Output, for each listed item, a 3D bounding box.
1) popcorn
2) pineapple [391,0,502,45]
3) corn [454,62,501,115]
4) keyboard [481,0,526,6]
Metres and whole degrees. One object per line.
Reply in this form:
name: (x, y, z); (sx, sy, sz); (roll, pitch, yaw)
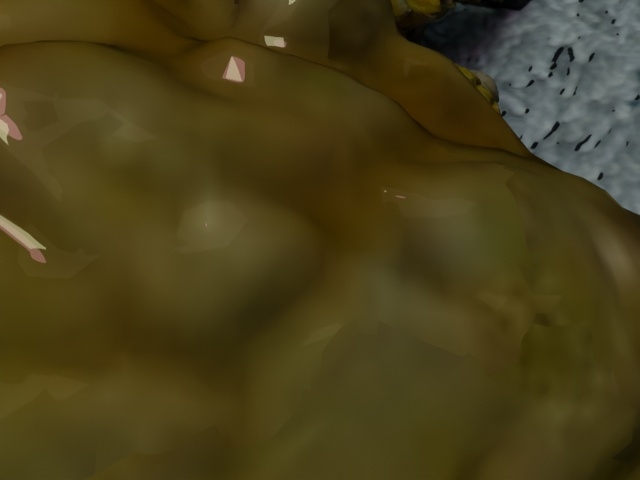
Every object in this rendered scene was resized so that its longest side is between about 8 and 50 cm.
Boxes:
popcorn: (-0.075, 0.066, 0.508); (0.390, 0.344, 0.354); (46, 54, 6)
pineapple: (-0.048, -0.109, 0.936); (0.286, 0.209, 0.344); (14, 32, -29)
corn: (0.000, 0.000, 0.798); (0.238, 0.080, 0.080); (-42, 40, -23)
keyboard: (0.064, -0.168, 1.044); (0.176, 0.014, 0.055); (17, 53, 42)
